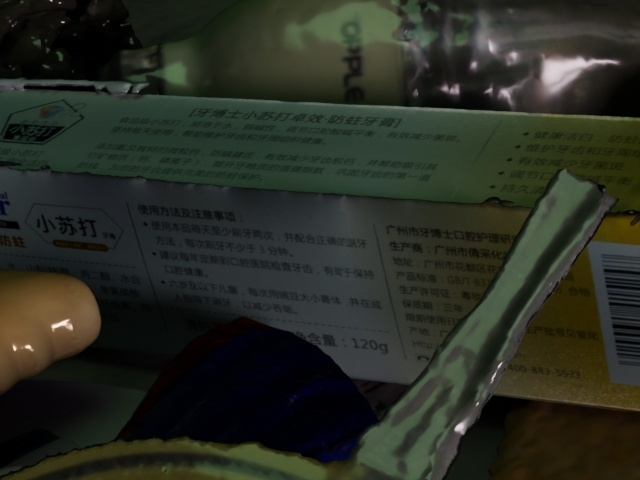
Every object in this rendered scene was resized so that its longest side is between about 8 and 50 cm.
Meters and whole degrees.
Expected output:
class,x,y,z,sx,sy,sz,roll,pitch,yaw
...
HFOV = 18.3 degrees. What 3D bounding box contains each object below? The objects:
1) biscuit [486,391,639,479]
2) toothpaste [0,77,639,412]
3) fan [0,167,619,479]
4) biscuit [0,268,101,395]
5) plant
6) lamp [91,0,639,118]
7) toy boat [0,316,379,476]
class,x,y,z,sx,sy,sz,roll,pitch,yaw
biscuit,0.156,0.082,0.579,0.232,0.013,0.237,1,30,19
toothpaste,0.000,0.000,0.682,0.313,0.089,0.071,5,39,26
fan,-0.017,0.114,0.479,0.230,0.011,0.335,26,69,27
biscuit,-0.201,0.061,0.609,0.160,0.030,0.250,1,22,45
plant,-0.140,-0.078,0.857,0.143,0.092,0.094,9,29,41
lamp,0.039,-0.061,0.772,0.250,0.101,0.101,-6,32,0
toy boat,-0.107,0.082,0.635,0.219,0.072,0.318,-32,29,-27
